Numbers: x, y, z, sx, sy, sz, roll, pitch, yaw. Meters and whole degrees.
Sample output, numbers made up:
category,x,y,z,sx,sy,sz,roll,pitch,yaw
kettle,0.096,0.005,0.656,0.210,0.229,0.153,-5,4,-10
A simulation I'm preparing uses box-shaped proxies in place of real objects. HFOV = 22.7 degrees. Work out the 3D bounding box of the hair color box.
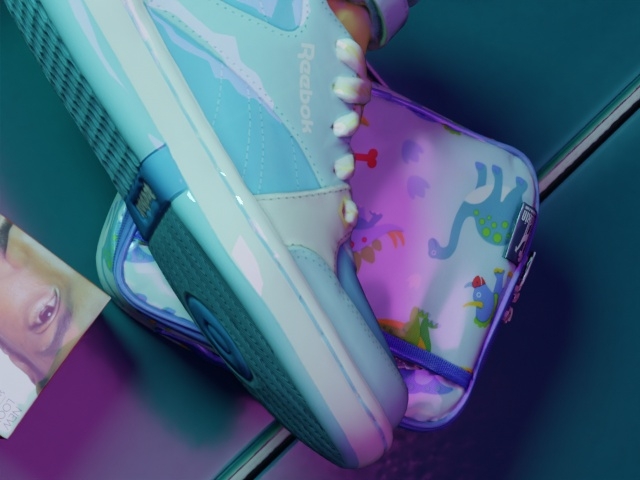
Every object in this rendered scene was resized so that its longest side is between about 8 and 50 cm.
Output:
category,x,y,z,sx,sy,sz,roll,pitch,yaw
hair color box,-0.203,0.017,0.812,0.167,0.053,0.093,38,74,-12

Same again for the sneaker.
category,x,y,z,sx,sy,sz,roll,pitch,yaw
sneaker,0.002,-0.068,0.761,0.208,0.127,0.319,-32,95,-18

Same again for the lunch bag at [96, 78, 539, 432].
category,x,y,z,sx,sy,sz,roll,pitch,yaw
lunch bag,0.000,0.000,0.863,0.219,0.090,0.176,27,80,-13
